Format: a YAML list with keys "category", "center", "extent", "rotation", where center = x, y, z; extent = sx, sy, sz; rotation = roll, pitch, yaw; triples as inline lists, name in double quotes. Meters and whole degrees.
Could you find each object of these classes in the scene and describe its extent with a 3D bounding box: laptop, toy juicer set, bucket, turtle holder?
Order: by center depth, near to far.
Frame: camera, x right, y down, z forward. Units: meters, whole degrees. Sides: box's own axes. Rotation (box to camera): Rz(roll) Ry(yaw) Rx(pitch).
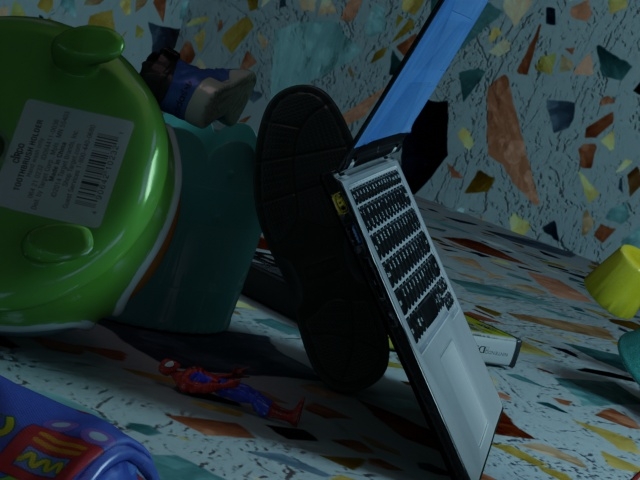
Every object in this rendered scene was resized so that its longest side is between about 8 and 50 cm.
- category: "turtle holder"
  center: [-0.261, -0.030, 1.507]
  extent: [0.320, 0.243, 0.227]
  rotation: [-16, -22, 2]
- category: "laptop"
  center: [0.151, -0.056, 1.595]
  extent: [0.236, 0.408, 0.382]
  rotation: [-23, 1, 10]
- category: "bucket"
  center: [-0.175, -0.037, 1.800]
  extent: [0.281, 0.183, 0.281]
  rotation: [16, 6, -2]
- category: "toy juicer set"
  center: [0.406, 0.154, 2.110]
  extent: [0.209, 0.089, 0.329]
  rotation: [23, 29, -26]

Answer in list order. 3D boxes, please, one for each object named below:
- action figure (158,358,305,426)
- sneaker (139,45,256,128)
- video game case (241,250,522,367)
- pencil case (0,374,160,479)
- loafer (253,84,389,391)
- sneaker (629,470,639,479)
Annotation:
- category: "action figure"
  center: [-0.069, 0.113, 1.516]
  extent: [0.115, 0.030, 0.038]
  rotation: [15, 12, 2]
- category: "sneaker"
  center: [-0.114, -0.138, 1.734]
  extent: [0.084, 0.058, 0.152]
  rotation: [27, 16, 10]
- category: "video game case"
  center: [0.035, 0.067, 2.093]
  extent: [0.248, 0.035, 0.275]
  rotation: [10, 8, -40]
- category: "pencil case"
  center: [-0.224, 0.100, 0.884]
  extent: [0.306, 0.133, 0.119]
  rotation: [19, -37, 16]
- category: "loafer"
  center: [0.000, 0.000, 1.721]
  extent: [0.096, 0.268, 0.084]
  rotation: [-11, -2, 2]
- category: "sneaker"
  center: [0.304, 0.213, 1.373]
  extent: [0.221, 0.087, 0.128]
  rotation: [8, 10, -46]
